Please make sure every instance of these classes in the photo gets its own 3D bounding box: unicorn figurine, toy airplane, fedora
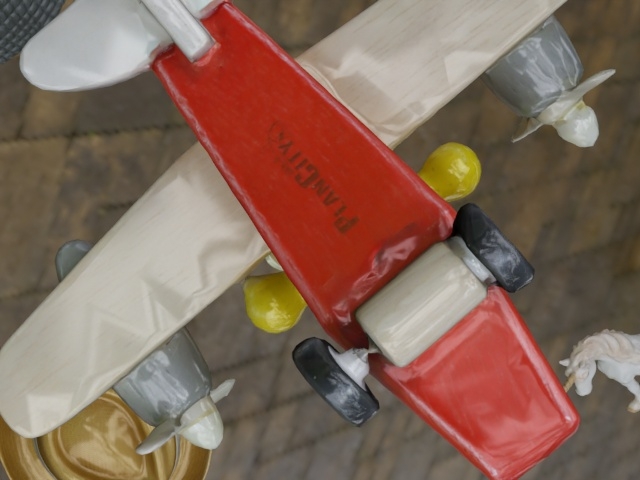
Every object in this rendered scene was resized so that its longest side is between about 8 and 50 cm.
[{"bbox_3d":[0.246,0.093,1.362,0.162,0.060,0.111,-24,146,2],"label":"unicorn figurine"},{"bbox_3d":[-0.007,-0.040,1.165,0.272,0.386,0.384,43,51,-67],"label":"toy airplane"},{"bbox_3d":[-0.183,0.171,1.540,0.079,0.194,0.194,-155,-93,-80],"label":"fedora"}]

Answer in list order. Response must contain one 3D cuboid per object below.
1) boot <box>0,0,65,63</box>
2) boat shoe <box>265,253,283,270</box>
[{"bbox_3d":[-0.269,-0.264,1.557,0.246,0.161,0.083,-37,143,14],"label":"boot"},{"bbox_3d":[0.000,0.000,1.761,0.135,0.045,0.050,-9,78,-46],"label":"boat shoe"}]
